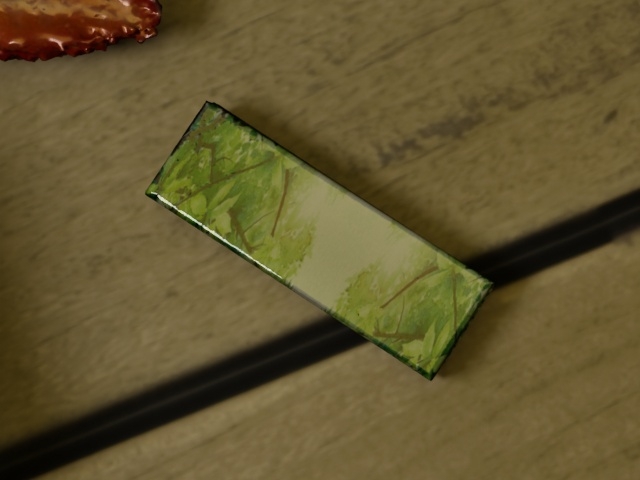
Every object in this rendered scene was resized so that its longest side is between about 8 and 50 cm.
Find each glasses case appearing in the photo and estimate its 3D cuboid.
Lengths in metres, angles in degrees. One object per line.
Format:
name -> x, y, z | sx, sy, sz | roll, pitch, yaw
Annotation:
glasses case -> 0.000, 0.000, 1.254 | 0.272, 0.062, 0.095 | 34, 89, 8

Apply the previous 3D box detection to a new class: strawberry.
strawberry -> -0.238, -0.224, 1.290 | 0.228, 0.098, 0.174 | 4, 80, 0
